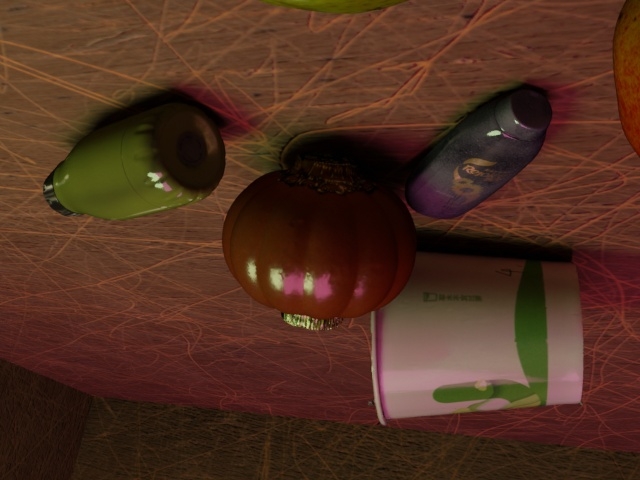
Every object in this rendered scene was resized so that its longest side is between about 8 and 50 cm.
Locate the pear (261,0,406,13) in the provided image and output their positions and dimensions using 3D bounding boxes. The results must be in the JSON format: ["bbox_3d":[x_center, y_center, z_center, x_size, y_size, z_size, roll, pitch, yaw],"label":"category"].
[{"bbox_3d":[-0.040,-0.218,0.533,0.288,0.139,0.239,24,164,-28],"label":"pear"}]

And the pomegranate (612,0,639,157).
[{"bbox_3d":[0.286,-0.125,0.508,0.221,0.220,0.256,1,131,23],"label":"pomegranate"}]

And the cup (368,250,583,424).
[{"bbox_3d":[0.208,0.123,1.153,0.274,0.253,0.253,-2,157,10],"label":"cup"}]

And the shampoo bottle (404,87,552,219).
[{"bbox_3d":[0.160,-0.083,0.875,0.087,0.049,0.233,13,159,-12],"label":"shampoo bottle"}]

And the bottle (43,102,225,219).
[{"bbox_3d":[-0.228,-0.079,0.985,0.260,0.112,0.112,-10,151,43],"label":"bottle"}]

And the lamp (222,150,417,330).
[{"bbox_3d":[0.000,0.000,0.967,0.223,0.196,0.223,6,-162,-2],"label":"lamp"}]
